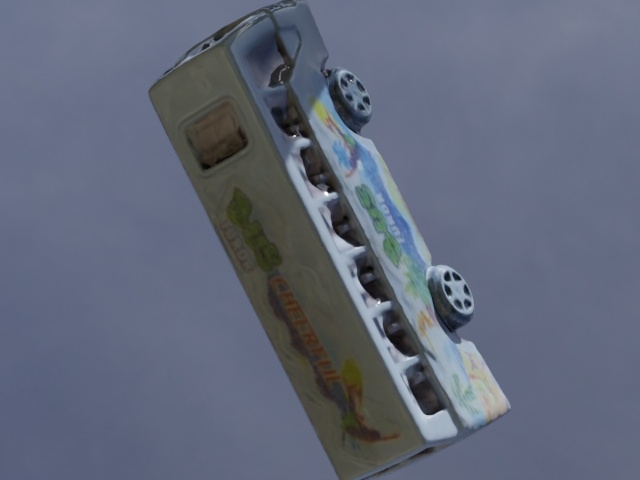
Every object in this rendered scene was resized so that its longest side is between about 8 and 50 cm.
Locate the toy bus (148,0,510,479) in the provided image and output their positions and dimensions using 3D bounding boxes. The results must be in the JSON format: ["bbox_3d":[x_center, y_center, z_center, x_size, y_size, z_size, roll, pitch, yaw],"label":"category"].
[{"bbox_3d":[0.000,0.000,1.270,0.109,0.136,0.329,-30,-95,31],"label":"toy bus"}]
